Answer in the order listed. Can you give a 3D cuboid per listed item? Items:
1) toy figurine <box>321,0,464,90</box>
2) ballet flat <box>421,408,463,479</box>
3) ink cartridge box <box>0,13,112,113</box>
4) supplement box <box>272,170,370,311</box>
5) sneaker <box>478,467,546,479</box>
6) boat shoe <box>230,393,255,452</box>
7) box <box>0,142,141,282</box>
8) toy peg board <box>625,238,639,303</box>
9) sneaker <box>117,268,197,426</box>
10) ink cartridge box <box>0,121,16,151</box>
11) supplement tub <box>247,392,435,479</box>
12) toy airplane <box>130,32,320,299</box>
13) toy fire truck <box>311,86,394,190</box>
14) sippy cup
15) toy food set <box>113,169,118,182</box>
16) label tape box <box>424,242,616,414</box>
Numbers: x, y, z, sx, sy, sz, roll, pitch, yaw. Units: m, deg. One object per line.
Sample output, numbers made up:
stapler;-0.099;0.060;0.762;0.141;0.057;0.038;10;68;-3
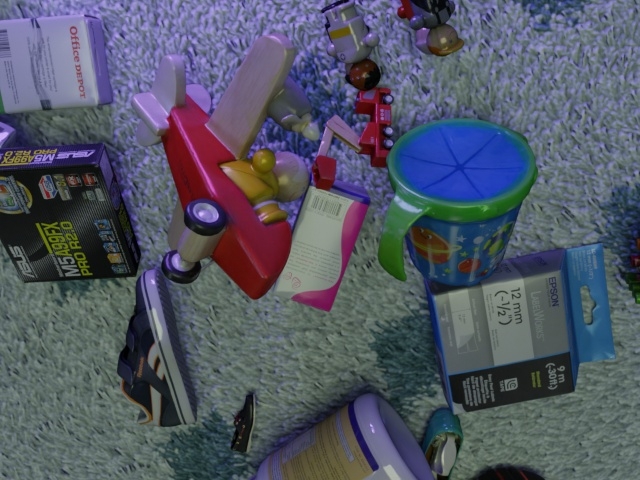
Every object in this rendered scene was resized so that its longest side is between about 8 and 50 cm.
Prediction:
toy figurine;0.113;-0.333;1.083;0.212;0.210;0.148;-21;110;6
ballet flat;0.230;0.464;1.364;0.083;0.087;0.248;11;105;-4
ink cartridge box;-0.475;-0.298;1.150;0.208;0.087;0.153;-3;105;2
supplement box;0.000;0.000;1.222;0.111;0.114;0.220;19;103;-6
sneaker;0.332;0.580;1.405;0.313;0.116;0.136;-26;137;-2
boat shoe;-0.154;0.368;1.355;0.041;0.049;0.133;8;110;-11
box;-0.451;-0.040;1.174;0.216;0.060;0.270;-3;135;0
toy peg board;0.604;0.037;1.220;0.079;0.161;0.161;-2;106;15
sneaker;-0.326;0.216;1.273;0.127;0.126;0.322;-10;107;-3
ink cartridge box;-0.639;-0.144;1.189;0.189;0.066;0.232;25;141;-6
supplement tub;0.028;0.473;1.286;0.331;0.241;0.241;-35;103;9
toy airplane;-0.150;-0.121;1.109;0.272;0.386;0.385;-2;98;-33
toy fire truck;0.056;-0.178;1.153;0.135;0.047;0.192;5;70;-10
sippy cup;0.233;-0.051;1.143;0.305;0.240;0.224;-9;134;-1
toy food set;-0.414;-0.106;1.238;0.082;0.020;0.083;29;104;-8
label tape box;0.389;0.165;1.271;0.347;0.115;0.249;-11;105;4
